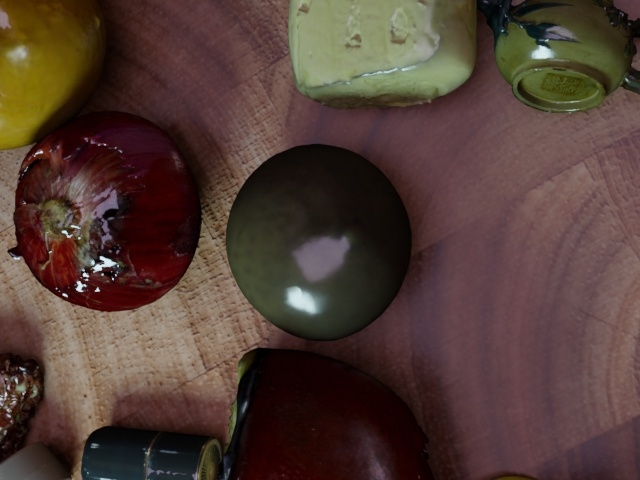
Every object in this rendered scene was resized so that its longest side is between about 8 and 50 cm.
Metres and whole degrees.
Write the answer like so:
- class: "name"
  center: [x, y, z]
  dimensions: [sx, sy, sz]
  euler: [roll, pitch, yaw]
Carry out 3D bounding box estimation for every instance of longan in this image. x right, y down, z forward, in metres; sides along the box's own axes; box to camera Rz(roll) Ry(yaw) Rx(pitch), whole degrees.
- class: "longan"
  center: [0.000, 0.000, 1.595]
  dimensions: [0.258, 0.258, 0.258]
  euler: [1, 93, 13]

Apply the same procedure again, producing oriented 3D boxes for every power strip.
- class: "power strip"
  center: [-0.438, 0.365, 1.774]
  dimensions: [0.154, 0.154, 0.078]
  euler: [-43, 80, 12]

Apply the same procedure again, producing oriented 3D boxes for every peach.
- class: "peach"
  center: [-0.018, 0.340, 1.588]
  dimensions: [0.353, 0.339, 0.417]
  euler: [-30, 83, -16]

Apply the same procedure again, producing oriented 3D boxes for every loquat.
- class: "loquat"
  center: [-0.455, -0.279, 1.664]
  dimensions: [0.328, 0.328, 0.329]
  euler: [1, 93, 13]

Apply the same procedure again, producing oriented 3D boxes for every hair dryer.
- class: "hair dryer"
  center: [-0.246, 0.444, 1.764]
  dimensions: [0.189, 0.107, 0.352]
  euler: [4, 99, 15]

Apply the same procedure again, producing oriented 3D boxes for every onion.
- class: "onion"
  center: [-0.284, -0.039, 1.670]
  dimensions: [0.276, 0.276, 0.276]
  euler: [1, 93, 13]

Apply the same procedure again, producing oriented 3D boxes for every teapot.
- class: "teapot"
  center: [0.327, -0.267, 1.566]
  dimensions: [0.269, 0.173, 0.183]
  euler: [9, 70, 3]

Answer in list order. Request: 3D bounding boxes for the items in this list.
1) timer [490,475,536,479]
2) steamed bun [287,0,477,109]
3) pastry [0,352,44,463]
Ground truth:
- class: "timer"
  center: [0.321, 0.495, 1.530]
  dimensions: [0.376, 0.376, 0.387]
  euler: [23, 55, 11]
- class: "steamed bun"
  center: [0.095, -0.292, 1.602]
  dimensions: [0.273, 0.166, 0.232]
  euler: [-9, 78, 34]
- class: "pastry"
  center: [-0.489, 0.259, 1.809]
  dimensions: [0.115, 0.097, 0.209]
  euler: [32, 101, 20]
